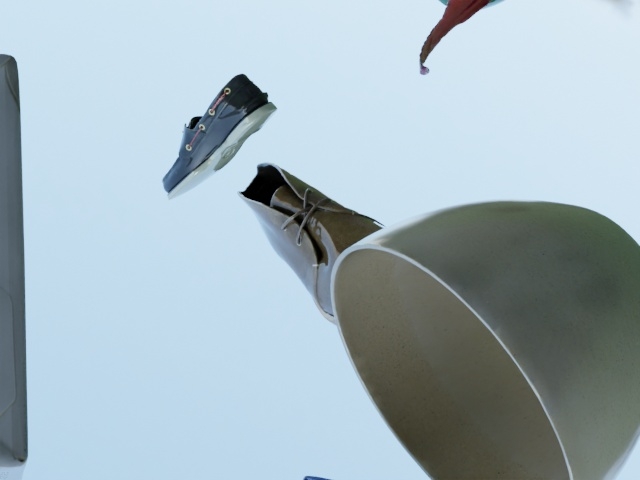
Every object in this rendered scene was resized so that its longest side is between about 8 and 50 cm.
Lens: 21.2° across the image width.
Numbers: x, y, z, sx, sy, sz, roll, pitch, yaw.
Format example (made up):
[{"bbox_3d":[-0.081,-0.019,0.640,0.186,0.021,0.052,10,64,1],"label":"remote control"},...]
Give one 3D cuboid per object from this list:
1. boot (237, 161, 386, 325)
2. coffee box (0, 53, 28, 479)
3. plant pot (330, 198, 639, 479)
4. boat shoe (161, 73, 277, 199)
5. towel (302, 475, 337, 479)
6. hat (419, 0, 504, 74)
[{"bbox_3d":[0.000,0.000,1.690,0.115,0.112,0.305,42,175,-27],"label":"boot"},{"bbox_3d":[-0.165,0.037,0.648,0.098,0.246,0.141,0,-107,-12],"label":"coffee box"},{"bbox_3d":[0.171,0.076,1.387,0.191,0.284,0.284,-34,-114,-22],"label":"plant pot"},{"bbox_3d":[-0.085,-0.079,1.322,0.042,0.133,0.049,51,-140,6],"label":"boat shoe"},{"bbox_3d":[0.129,0.300,1.503,0.209,0.034,0.285,12,153,47],"label":"towel"},{"bbox_3d":[0.116,-0.166,1.178,0.208,0.173,0.184,5,-104,-26],"label":"hat"}]
